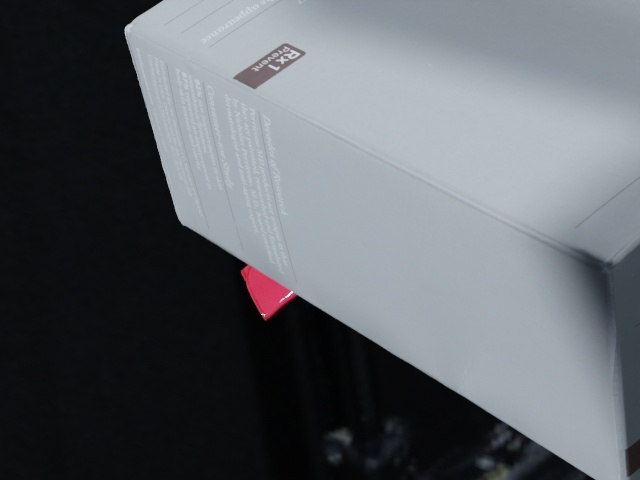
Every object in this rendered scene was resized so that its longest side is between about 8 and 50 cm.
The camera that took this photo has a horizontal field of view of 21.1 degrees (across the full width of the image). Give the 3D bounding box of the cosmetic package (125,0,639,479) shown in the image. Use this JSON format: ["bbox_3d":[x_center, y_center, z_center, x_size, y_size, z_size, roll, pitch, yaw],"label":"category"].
[{"bbox_3d":[0.056,-0.029,0.600,0.127,0.238,0.107,-36,-49,-28],"label":"cosmetic package"}]

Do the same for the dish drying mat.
[{"bbox_3d":[0.000,0.000,0.782,0.083,0.032,0.008,-38,-36,13],"label":"dish drying mat"}]
